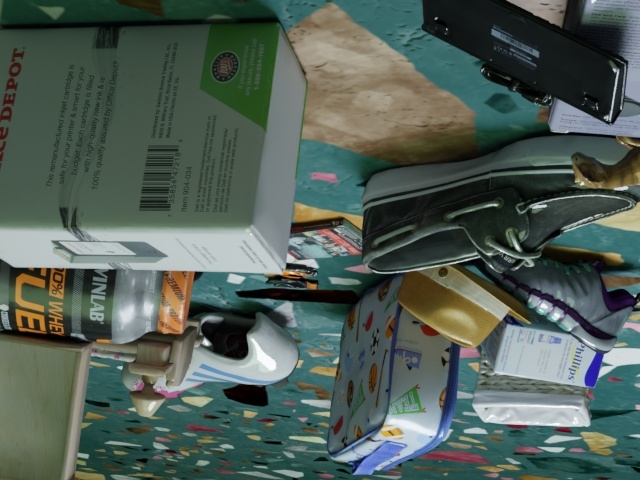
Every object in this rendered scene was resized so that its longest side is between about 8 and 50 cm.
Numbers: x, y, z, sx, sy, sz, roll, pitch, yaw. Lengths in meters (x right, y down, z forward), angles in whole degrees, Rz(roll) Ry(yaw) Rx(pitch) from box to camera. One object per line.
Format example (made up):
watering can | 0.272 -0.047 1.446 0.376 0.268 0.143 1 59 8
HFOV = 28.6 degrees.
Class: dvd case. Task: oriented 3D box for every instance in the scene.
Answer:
dvd case | 0.000 0.000 1.549 0.119 0.013 0.087 -8 154 32

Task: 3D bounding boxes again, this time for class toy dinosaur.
toy dinosaur | 0.332 -0.071 1.121 0.211 0.112 0.064 1 158 12

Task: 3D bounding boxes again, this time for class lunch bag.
lunch bag | 0.097 0.187 1.685 0.115 0.243 0.303 11 158 -11

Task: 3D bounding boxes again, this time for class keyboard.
keyboard | 0.157 -0.150 0.982 0.180 0.023 0.108 32 158 22

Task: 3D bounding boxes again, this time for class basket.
basket | 0.320 0.216 1.890 0.167 0.103 0.113 -1 158 18

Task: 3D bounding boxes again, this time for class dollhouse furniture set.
dollhouse furniture set | -0.328 0.182 1.572 0.303 0.174 0.355 9 -176 3

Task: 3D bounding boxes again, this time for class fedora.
fedora | 0.155 0.072 1.504 0.194 0.079 0.194 30 177 1

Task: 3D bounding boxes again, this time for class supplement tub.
supplement tub | -0.301 0.011 1.417 0.316 0.194 0.193 7 159 -3

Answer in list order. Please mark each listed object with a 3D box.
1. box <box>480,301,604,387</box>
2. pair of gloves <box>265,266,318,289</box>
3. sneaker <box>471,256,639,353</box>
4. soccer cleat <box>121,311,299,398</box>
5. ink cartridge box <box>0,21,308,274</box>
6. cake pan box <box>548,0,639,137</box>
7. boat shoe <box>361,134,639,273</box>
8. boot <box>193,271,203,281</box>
box | 0.285 0.127 1.635 0.137 0.072 0.126 10 -163 -8
pair of gloves | -0.040 0.049 1.694 0.074 0.010 0.083 4 162 4
sneaker | 0.283 0.042 1.523 0.223 0.098 0.083 33 -174 -15
soccer cleat | -0.189 0.161 1.924 0.331 0.116 0.143 -8 139 29
ink cartridge box | -0.163 -0.082 1.125 0.272 0.198 0.115 1 160 15
cake pan box | 0.323 -0.154 0.975 0.266 0.070 0.246 5 161 6
boat shoe | 0.189 -0.021 1.285 0.335 0.119 0.121 -10 153 38
boot | -0.294 0.047 1.652 0.263 0.091 0.229 14 157 -25
